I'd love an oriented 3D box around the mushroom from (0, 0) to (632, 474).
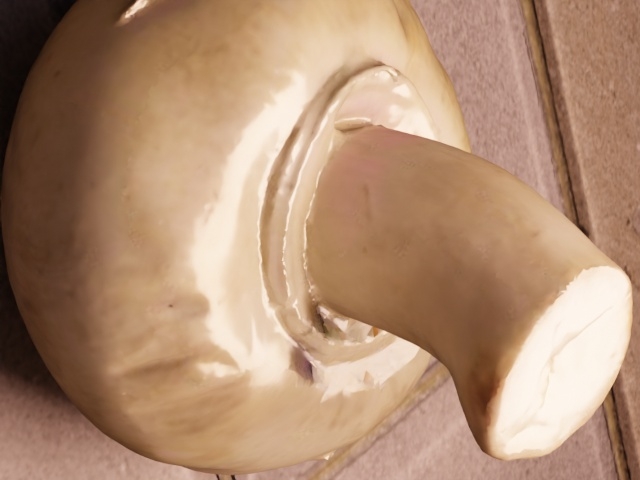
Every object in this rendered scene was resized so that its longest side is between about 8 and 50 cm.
[{"bbox_3d":[-0.022,0.006,1.015,0.315,0.315,0.356,-18,71,-49],"label":"mushroom"}]
